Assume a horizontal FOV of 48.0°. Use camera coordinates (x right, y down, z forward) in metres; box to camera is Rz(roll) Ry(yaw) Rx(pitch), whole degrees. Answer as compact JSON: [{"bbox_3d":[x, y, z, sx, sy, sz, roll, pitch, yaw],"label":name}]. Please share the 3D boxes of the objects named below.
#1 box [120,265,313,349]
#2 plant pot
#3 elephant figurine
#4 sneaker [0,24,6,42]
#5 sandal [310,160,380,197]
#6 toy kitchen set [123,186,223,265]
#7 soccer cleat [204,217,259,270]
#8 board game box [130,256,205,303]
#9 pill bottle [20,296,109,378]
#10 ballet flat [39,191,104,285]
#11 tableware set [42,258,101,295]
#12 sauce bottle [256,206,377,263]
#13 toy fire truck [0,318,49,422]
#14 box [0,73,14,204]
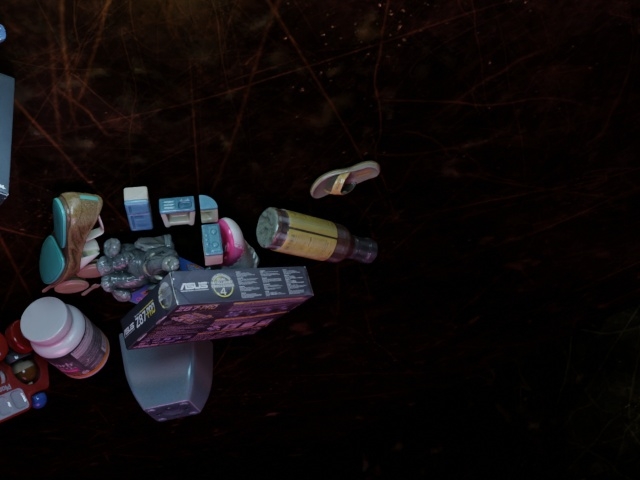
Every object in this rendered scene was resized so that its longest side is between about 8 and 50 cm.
[{"bbox_3d":[-0.266,0.172,1.840,0.395,0.097,0.318,-1,157,-38],"label":"box"},{"bbox_3d":[-0.478,0.431,2.297,0.247,0.252,0.247,-13,150,1],"label":"plant pot"},{"bbox_3d":[-0.408,0.062,1.768,0.240,0.185,0.169,-11,135,16],"label":"elephant figurine"},{"bbox_3d":[-0.580,-0.340,1.161,0.135,0.052,0.058,7,156,-16],"label":"sneaker"},{"bbox_3d":[0.059,-0.137,1.713,0.180,0.049,0.072,-18,149,11],"label":"sandal"},{"bbox_3d":[-0.335,-0.029,1.645,0.207,0.166,0.122,-6,150,-9],"label":"toy kitchen set"},{"bbox_3d":[-0.223,0.033,1.872,0.143,0.116,0.331,-20,155,-25],"label":"soccer cleat"},{"bbox_3d":[-0.422,0.125,1.996,0.210,0.047,0.160,-26,147,23],"label":"board game box"},{"bbox_3d":[-0.723,0.276,2.038,0.162,0.162,0.278,-13,150,2],"label":"pill bottle"},{"bbox_3d":[-0.577,-0.003,1.692,0.124,0.116,0.342,-14,152,-36],"label":"ballet flat"},{"bbox_3d":[-0.622,0.088,1.875,0.194,0.039,0.128,-30,154,34],"label":"tableware set"},{"bbox_3d":[0.000,0.000,1.864,0.345,0.111,0.111,15,141,-35],"label":"sauce bottle"},{"bbox_3d":[-0.887,0.377,2.018,0.169,0.253,0.302,-29,175,22],"label":"toy fire truck"},{"bbox_3d":[-0.618,-0.150,1.248,0.103,0.261,0.184,19,138,-41],"label":"box"}]
